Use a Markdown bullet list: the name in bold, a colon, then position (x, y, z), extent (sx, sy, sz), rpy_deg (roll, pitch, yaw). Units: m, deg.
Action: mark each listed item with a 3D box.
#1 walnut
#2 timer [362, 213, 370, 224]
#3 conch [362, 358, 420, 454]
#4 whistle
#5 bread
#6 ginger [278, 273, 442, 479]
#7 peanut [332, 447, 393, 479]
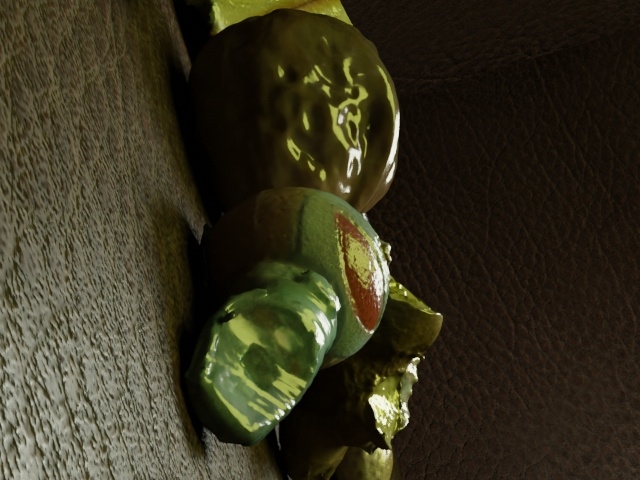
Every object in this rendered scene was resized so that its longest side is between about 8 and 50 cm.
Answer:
- **walnut**: position (-0.025, -0.127, 1.177), extent (0.273, 0.227, 0.273), rpy_deg (-11, 90, -88)
- **timer**: position (0.000, 0.000, 1.594), extent (0.055, 0.187, 0.144), rpy_deg (12, -48, 42)
- **conch**: position (0.025, 0.167, 1.286), extent (0.245, 0.163, 0.178), rpy_deg (31, 16, -40)
- **whistle**: position (-0.028, 0.061, 0.918), extent (0.348, 0.189, 0.189), rpy_deg (-68, 143, -66)
- **bread**: position (-0.127, -0.275, 1.482), extent (0.362, 0.245, 0.233), rpy_deg (-35, 102, -52)
- **ginger**: position (0.006, 0.148, 1.110), extent (0.219, 0.270, 0.123), rpy_deg (31, 6, 38)
- **peanut**: position (0.047, 0.266, 1.519), extent (0.120, 0.110, 0.236), rpy_deg (125, -40, -67)
